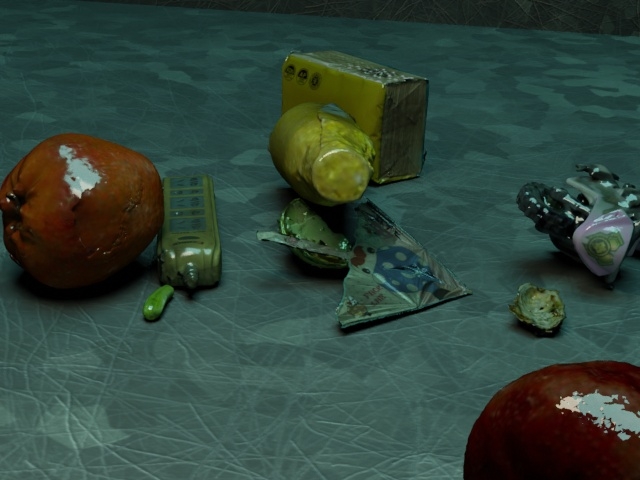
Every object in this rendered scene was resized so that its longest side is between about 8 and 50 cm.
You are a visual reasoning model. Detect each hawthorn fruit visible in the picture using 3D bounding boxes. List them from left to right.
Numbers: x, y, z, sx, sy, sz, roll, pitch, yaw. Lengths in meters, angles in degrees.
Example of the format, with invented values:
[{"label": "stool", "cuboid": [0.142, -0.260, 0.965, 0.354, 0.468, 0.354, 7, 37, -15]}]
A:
[{"label": "hawthorn fruit", "cuboid": [-0.310, -0.049, 1.556, 0.211, 0.211, 0.299, 17, 19, 31]}, {"label": "hawthorn fruit", "cuboid": [0.262, 0.207, 0.998, 0.230, 0.210, 0.266, -9, -4, 40]}]

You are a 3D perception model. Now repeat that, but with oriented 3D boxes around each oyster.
[{"label": "oyster", "cuboid": [0.297, 0.091, 1.495, 0.086, 0.029, 0.132, 22, 26, 26]}]

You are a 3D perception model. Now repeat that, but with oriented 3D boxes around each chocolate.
[{"label": "chocolate", "cuboid": [0.019, -0.126, 1.716, 0.162, 0.162, 0.445, 0, 10, -7]}]

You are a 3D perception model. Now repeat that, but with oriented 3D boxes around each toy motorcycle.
[{"label": "toy motorcycle", "cuboid": [0.447, -0.015, 1.645, 0.327, 0.143, 0.188, 6, 26, -32]}]

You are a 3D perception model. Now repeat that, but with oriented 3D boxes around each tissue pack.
[{"label": "tissue pack", "cuboid": [0.056, -0.231, 2.030, 0.134, 0.192, 0.271, -15, 28, -38]}]

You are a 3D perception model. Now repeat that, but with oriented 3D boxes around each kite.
[{"label": "kite", "cuboid": [0.063, 0.028, 1.559, 0.314, 0.011, 0.335, 16, 32, -3]}]

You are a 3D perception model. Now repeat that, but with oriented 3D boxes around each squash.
[{"label": "squash", "cuboid": [-0.216, 0.080, 1.475, 0.027, 0.027, 0.089, 5, 21, 6]}]

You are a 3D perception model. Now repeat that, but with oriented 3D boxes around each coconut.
[{"label": "coconut", "cuboid": [-0.001, 0.002, 1.626, 0.133, 0.055, 0.158, -18, 46, -41]}]

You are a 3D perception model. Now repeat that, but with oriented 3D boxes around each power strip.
[{"label": "power strip", "cuboid": [-0.198, -0.019, 1.662, 0.092, 0.066, 0.387, -3, 24, -7]}]
